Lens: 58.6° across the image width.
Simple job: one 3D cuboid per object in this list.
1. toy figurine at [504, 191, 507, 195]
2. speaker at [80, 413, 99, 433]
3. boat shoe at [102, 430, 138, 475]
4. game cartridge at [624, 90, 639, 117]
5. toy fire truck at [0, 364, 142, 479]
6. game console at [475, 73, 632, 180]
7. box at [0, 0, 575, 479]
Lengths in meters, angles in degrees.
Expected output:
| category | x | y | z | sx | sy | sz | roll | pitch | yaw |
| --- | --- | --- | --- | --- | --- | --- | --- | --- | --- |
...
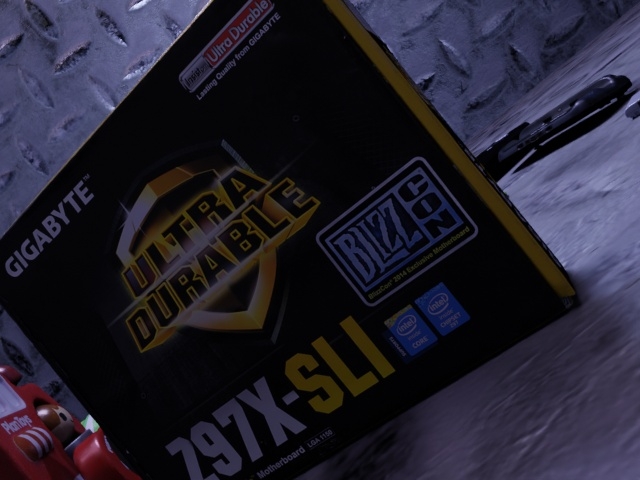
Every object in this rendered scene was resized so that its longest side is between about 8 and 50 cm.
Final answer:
| category | x | y | z | sx | sy | sz | roll | pitch | yaw |
| --- | --- | --- | --- | --- | --- | --- | --- | --- | --- |
| toy figurine | 0.130 | -0.072 | 0.759 | 0.130 | 0.159 | 0.173 | -40 | 0 | -35 |
| speaker | -0.437 | 0.409 | 0.983 | 0.296 | 0.131 | 0.131 | -39 | 1 | 5 |
| boat shoe | -0.080 | 0.139 | 0.561 | 0.324 | 0.122 | 0.120 | -30 | 0 | 27 |
| game cartridge | 0.356 | -0.160 | 0.586 | 0.083 | 0.017 | 0.056 | -38 | -3 | 44 |
| toy fire truck | -0.356 | 0.263 | 0.729 | 0.169 | 0.254 | 0.302 | -39 | 1 | -12 |
| game console | 0.298 | -0.134 | 0.867 | 0.213 | 0.044 | 0.361 | -41 | 1 | -23 |
| box | -0.049 | 0.018 | 0.386 | 0.322 | 0.257 | 0.079 | -38 | 2 | 22 |
